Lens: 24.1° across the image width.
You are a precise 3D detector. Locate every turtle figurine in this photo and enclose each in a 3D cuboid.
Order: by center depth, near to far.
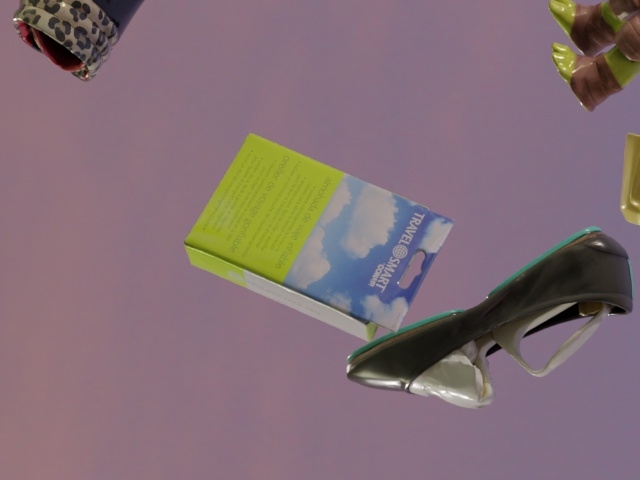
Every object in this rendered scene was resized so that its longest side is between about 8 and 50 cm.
[{"bbox_3d":[0.273,-0.194,1.085,0.217,0.087,0.270,-29,-133,32],"label":"turtle figurine"}]

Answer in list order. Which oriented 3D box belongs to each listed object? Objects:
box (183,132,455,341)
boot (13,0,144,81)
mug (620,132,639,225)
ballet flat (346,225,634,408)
[{"bbox_3d":[0.000,0.000,1.140,0.178,0.042,0.109,23,-112,14],"label":"box"},{"bbox_3d":[-0.147,-0.199,1.069,0.179,0.085,0.236,-61,-177,-7],"label":"boot"},{"bbox_3d":[0.239,-0.042,1.081,0.062,0.078,0.064,24,-76,59],"label":"mug"},{"bbox_3d":[0.153,0.088,1.338,0.280,0.095,0.096,-30,-113,18],"label":"ballet flat"}]
